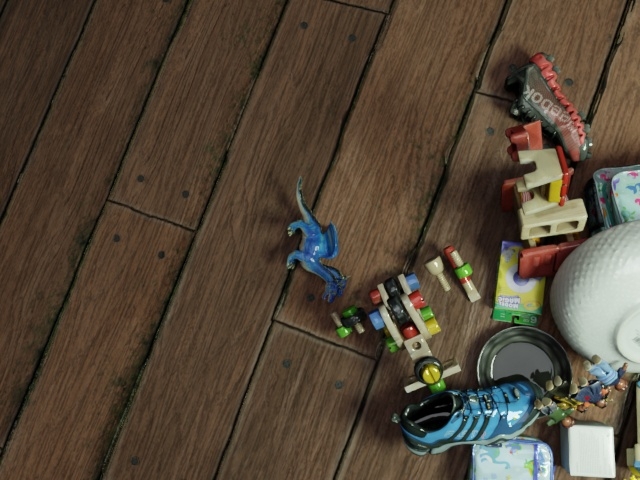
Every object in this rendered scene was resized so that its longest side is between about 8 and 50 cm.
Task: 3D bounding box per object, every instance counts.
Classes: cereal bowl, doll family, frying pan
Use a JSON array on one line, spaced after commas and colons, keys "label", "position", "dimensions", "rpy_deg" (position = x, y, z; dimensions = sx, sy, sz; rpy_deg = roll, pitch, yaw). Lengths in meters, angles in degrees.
[{"label": "cereal bowl", "position": [0.632, 0.134, 1.208], "dimensions": [0.339, 0.141, 0.338], "rpy_deg": [0, 123, 1]}, {"label": "doll family", "position": [0.519, 0.300, 1.227], "dimensions": [0.111, 0.076, 0.193], "rpy_deg": [37, 126, -19]}, {"label": "frying pan", "position": [0.400, 0.336, 1.358], "dimensions": [0.197, 0.053, 0.326], "rpy_deg": [40, 92, 15]}]

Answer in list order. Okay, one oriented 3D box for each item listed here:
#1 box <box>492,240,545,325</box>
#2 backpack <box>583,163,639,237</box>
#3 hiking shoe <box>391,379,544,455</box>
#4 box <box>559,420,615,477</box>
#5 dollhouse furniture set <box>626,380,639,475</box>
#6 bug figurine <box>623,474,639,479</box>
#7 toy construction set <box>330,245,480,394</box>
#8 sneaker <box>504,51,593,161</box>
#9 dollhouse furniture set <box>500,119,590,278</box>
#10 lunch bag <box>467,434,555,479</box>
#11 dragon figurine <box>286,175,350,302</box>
[{"label": "box", "position": [0.445, 0.095, 1.394], "dimensions": [0.105, 0.043, 0.179], "rpy_deg": [7, 84, 12]}, {"label": "backpack", "position": [0.687, -0.036, 1.305], "dimensions": [0.225, 0.191, 0.253], "rpy_deg": [-5, 85, 8]}, {"label": "hiking shoe", "position": [0.305, 0.353, 1.268], "dimensions": [0.304, 0.132, 0.113], "rpy_deg": [-22, 48, 5]}, {"label": "box", "position": [0.548, 0.427, 1.289], "dimensions": [0.087, 0.101, 0.101], "rpy_deg": [0, 81, 11]}, {"label": "dollhouse furniture set", "position": [0.792, 0.360, 1.274], "dimensions": [0.304, 0.198, 0.286], "rpy_deg": [-14, 45, 36]}, {"label": "bug figurine", "position": [0.614, 0.616, 1.261], "dimensions": [0.216, 0.072, 0.279], "rpy_deg": [-31, 72, -2]}, {"label": "toy construction set", "position": [0.232, 0.185, 1.358], "dimensions": [0.309, 0.257, 0.237], "rpy_deg": [-32, 94, -17]}, {"label": "sneaker", "position": [0.508, -0.286, 1.418], "dimensions": [0.135, 0.097, 0.276], "rpy_deg": [-24, 75, 5]}, {"label": "dollhouse furniture set", "position": [0.453, -0.097, 1.233], "dimensions": [0.152, 0.374, 0.201], "rpy_deg": [-10, 58, 10]}, {"label": "lunch bag", "position": [0.399, 0.517, 1.310], "dimensions": [0.176, 0.090, 0.218], "rpy_deg": [5, 83, 8]}, {"label": "dragon figurine", "position": [0.000, 0.000, 1.467], "dimensions": [0.144, 0.085, 0.289], "rpy_deg": [2, 86, 9]}]
